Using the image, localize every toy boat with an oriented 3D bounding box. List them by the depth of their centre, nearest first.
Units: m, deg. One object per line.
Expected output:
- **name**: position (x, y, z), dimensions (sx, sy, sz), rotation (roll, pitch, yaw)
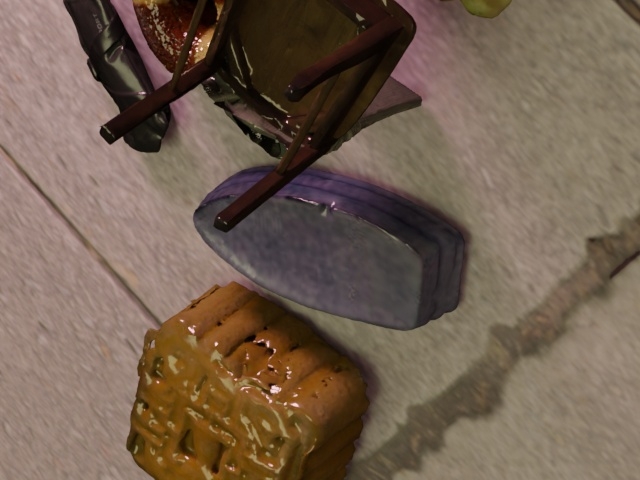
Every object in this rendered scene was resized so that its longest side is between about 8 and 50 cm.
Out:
- **toy boat**: position (0.000, 0.000, 1.448), dimensions (0.283, 0.078, 0.127), rotation (17, 124, 26)

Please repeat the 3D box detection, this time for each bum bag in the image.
- **bum bag**: position (-0.202, -0.181, 1.523), dimensions (0.087, 0.049, 0.198), rotation (-10, 108, 63)

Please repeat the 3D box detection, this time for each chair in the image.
- **chair**: position (-0.012, -0.156, 1.216), dimensions (0.160, 0.319, 0.186), rotation (38, 131, 12)

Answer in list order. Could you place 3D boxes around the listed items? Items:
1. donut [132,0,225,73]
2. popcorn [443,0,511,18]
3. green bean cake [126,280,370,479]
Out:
- **donut**: position (-0.109, -0.232, 1.416), dimensions (0.166, 0.073, 0.184), rotation (6, 116, 30)
- **popcorn**: position (0.090, -0.293, 1.173), dimensions (0.256, 0.195, 0.255), rotation (-10, 101, 57)
- **green bean cake**: position (-0.081, 0.186, 1.558), dimensions (0.224, 0.131, 0.230), rotation (31, 126, 21)
